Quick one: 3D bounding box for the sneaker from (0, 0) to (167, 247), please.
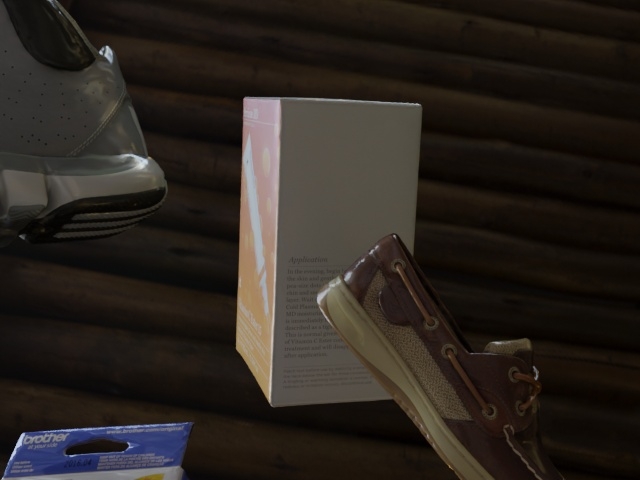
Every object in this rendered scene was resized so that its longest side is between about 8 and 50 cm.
[{"bbox_3d":[-0.184,-0.061,0.344,0.229,0.086,0.132,-5,-104,-43],"label":"sneaker"}]

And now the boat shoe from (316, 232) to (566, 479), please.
[{"bbox_3d":[0.148,0.135,0.735,0.123,0.123,0.342,-44,-107,6],"label":"boat shoe"}]

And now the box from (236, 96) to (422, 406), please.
[{"bbox_3d":[0.000,0.000,0.991,0.168,0.215,0.345,0,-80,-16],"label":"box"}]

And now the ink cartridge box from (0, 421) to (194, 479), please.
[{"bbox_3d":[-0.209,0.292,0.650,0.186,0.065,0.311,-8,-139,12],"label":"ink cartridge box"}]
